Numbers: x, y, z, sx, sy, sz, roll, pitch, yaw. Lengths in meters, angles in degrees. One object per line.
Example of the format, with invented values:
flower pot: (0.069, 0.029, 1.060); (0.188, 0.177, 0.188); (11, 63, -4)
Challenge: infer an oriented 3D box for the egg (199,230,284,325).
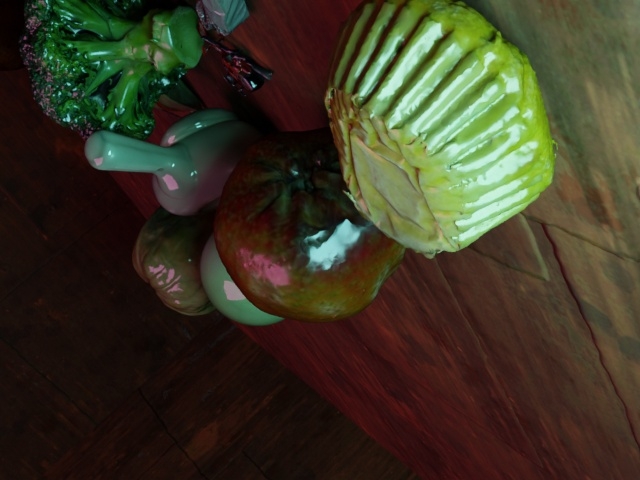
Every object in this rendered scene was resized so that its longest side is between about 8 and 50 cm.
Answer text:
egg: (-0.124, 0.054, 1.638); (0.220, 0.220, 0.270); (51, 165, -14)

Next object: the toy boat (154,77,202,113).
toy boat: (-0.284, -0.286, 1.504); (0.185, 0.071, 0.089); (56, -154, -31)

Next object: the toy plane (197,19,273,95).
toy plane: (-0.124, -0.253, 1.186); (0.145, 0.037, 0.060); (42, 161, 15)

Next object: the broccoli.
broccoli: (-0.307, -0.279, 1.289); (0.297, 0.297, 0.297); (5, 143, 30)

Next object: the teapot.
teapot: (-0.195, -0.129, 1.310); (0.149, 0.220, 0.318); (64, -172, 5)

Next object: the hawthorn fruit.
hawthorn fruit: (0.000, 0.000, 1.090); (0.254, 0.254, 0.300); (40, 167, 29)

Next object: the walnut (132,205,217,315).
walnut: (-0.283, 0.029, 1.938); (0.253, 0.277, 0.282); (54, 155, 8)

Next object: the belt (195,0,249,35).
belt: (-0.118, -0.311, 0.980); (0.071, 0.053, 0.232); (44, 165, 10)

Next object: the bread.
bread: (0.091, -0.104, 0.741); (0.240, 0.139, 0.240); (43, 162, 18)

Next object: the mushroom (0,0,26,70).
mushroom: (-0.697, -0.497, 1.697); (0.345, 0.260, 0.345); (53, -155, -38)
